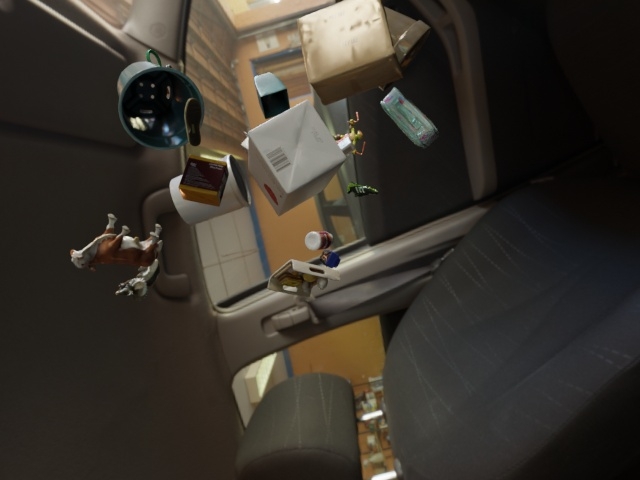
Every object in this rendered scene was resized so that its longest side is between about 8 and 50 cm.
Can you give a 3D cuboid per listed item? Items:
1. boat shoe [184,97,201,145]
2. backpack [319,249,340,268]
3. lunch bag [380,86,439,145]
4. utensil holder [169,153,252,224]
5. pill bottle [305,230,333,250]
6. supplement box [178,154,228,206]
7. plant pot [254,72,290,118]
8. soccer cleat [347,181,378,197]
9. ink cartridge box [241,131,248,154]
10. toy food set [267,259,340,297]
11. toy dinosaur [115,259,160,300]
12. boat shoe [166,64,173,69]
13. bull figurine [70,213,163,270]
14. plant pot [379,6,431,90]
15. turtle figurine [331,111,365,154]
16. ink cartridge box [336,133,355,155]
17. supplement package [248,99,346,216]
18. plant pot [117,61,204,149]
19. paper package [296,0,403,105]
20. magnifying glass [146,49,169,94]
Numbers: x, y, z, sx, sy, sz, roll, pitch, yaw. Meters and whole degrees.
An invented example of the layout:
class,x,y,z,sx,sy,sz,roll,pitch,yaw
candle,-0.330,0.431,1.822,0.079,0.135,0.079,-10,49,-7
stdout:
class,x,y,z,sx,sy,sz,roll,pitch,yaw
boat shoe,-0.534,-0.490,1.702,0.072,0.068,0.190,33,121,56
backpack,0.052,0.112,2.413,0.101,0.098,0.120,36,172,-26
lunch bag,0.381,-0.526,1.772,0.279,0.108,0.224,49,-155,8
utensil holder,-0.653,-0.296,2.477,0.327,0.384,0.328,-20,-90,-86
pill bottle,0.000,0.000,1.906,0.152,0.085,0.086,-6,-100,-61
supplement box,-0.580,-0.299,2.063,0.129,0.191,0.194,108,173,-68
plant pot,-0.305,-0.888,2.471,0.166,0.165,0.235,83,164,-58
soccer cleat,0.224,-0.258,2.187,0.060,0.178,0.073,12,-85,-60
ink cartridge box,-0.276,-0.391,1.807,0.180,0.060,0.104,36,172,21
toy food set,-0.079,0.184,1.803,0.306,0.219,0.093,-39,43,54
toy dinosaur,-0.734,0.154,1.726,0.121,0.160,0.314,57,-145,-25
boat shoe,-0.721,-0.815,2.041,0.125,0.038,0.046,66,-160,-7
bull figurine,-0.685,0.020,1.409,0.101,0.188,0.310,46,-163,26
plant pot,0.282,-0.890,1.838,0.280,0.323,0.323,40,-175,-1
turtle figurine,0.161,-0.615,2.437,0.087,0.217,0.270,26,-123,-70
ink cartridge box,0.079,-0.483,2.151,0.056,0.180,0.225,47,-163,-32
supplement package,-0.077,-0.202,1.101,0.178,0.175,0.293,57,168,1
plant pot,-0.730,-0.617,1.807,0.334,0.340,0.341,44,159,44
paper package,0.107,-0.711,1.524,0.168,0.324,0.310,29,-131,-67
magnifying glass,-0.868,-0.900,2.206,0.092,0.026,0.231,-58,-47,-62
